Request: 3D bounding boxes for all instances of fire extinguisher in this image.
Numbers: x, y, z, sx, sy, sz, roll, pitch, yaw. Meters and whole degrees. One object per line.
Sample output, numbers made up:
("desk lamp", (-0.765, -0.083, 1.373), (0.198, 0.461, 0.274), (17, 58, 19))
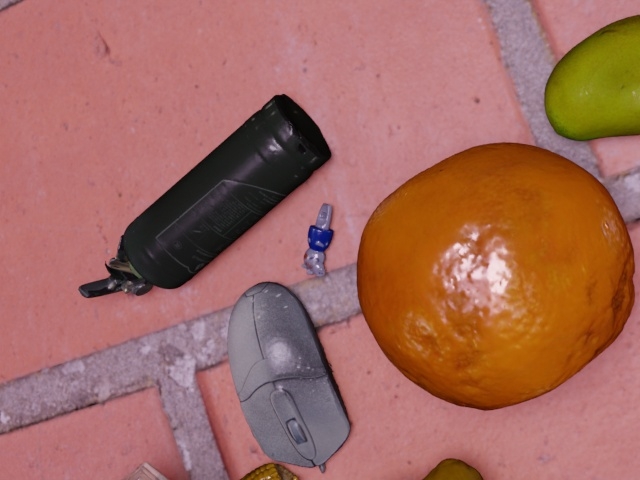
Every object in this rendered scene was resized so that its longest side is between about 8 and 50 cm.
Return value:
("fire extinguisher", (-0.134, -0.032, 1.067), (0.311, 0.114, 0.095), (-40, 72, 16))

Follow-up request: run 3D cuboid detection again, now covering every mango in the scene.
("mango", (0.302, -0.161, 0.934), (0.163, 0.089, 0.117), (-5, 90, 18))

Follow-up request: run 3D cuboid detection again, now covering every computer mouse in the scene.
("computer mouse", (-0.042, 0.158, 1.065), (0.113, 0.068, 0.228), (-21, 85, 19))

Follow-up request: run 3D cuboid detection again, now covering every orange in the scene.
("orange", (0.162, 0.032, 0.896), (0.261, 0.261, 0.261), (1, 92, 18))

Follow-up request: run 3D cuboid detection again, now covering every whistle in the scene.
("whistle", (0.000, 0.000, 1.066), (0.033, 0.029, 0.083), (19, 102, 35))

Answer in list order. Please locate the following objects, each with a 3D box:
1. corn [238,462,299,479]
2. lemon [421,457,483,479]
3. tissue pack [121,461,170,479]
("corn", (-0.106, 0.331, 1.092), (0.207, 0.068, 0.068), (-45, 79, 15))
("lemon", (0.101, 0.375, 0.936), (0.245, 0.245, 0.319), (15, 87, 17))
("tissue pack", (-0.132, 0.401, 1.043), (0.325, 0.071, 0.170), (43, 107, -11))
